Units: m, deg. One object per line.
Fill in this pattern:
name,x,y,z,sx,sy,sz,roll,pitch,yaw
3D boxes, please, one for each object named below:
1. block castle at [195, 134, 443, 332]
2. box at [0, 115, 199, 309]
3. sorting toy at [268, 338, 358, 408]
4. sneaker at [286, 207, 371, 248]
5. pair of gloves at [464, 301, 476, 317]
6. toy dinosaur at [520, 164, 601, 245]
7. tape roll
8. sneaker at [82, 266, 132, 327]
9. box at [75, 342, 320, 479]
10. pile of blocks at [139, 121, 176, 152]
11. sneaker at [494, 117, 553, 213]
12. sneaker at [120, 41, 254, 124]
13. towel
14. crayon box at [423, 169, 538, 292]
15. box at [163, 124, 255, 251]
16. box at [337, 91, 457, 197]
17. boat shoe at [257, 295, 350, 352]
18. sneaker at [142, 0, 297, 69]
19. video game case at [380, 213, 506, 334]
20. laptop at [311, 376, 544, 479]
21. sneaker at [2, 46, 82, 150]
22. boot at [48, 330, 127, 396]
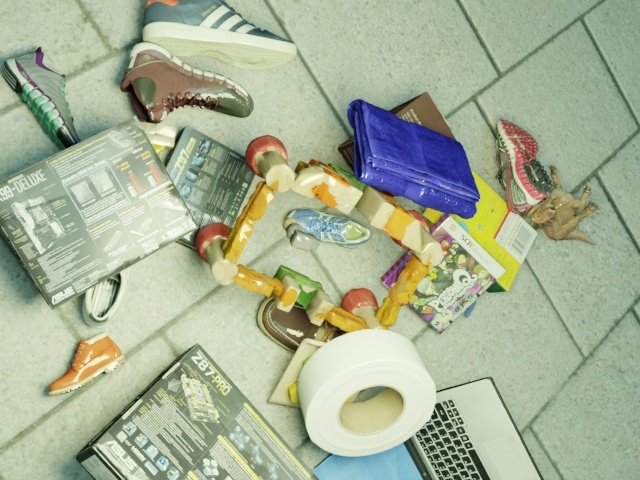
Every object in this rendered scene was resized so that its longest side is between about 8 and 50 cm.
block castle,0.000,0.000,1.465,0.453,0.213,0.303,25,105,-24
box,-0.419,-0.053,1.296,0.307,0.076,0.242,-32,100,-19
sorting toy,0.011,0.307,1.526,0.193,0.208,0.038,16,31,-24
sneaker,0.021,-0.034,1.627,0.211,0.081,0.080,9,81,-24
pair of gloves,0.327,0.110,1.759,0.159,0.023,0.198,-44,108,8
toy dinosaur,0.648,-0.067,1.933,0.200,0.127,0.296,-45,123,-13
tape roll,0.097,0.325,1.481,0.286,0.100,0.286,-7,124,-11
sneaker,-0.408,0.045,1.392,0.094,0.091,0.258,12,78,-25
box,-0.216,0.440,1.342,0.395,0.097,0.318,49,41,-5
pile of blocks,-0.437,-0.109,1.391,0.362,0.112,0.149,-34,101,-18
sneaker,0.506,-0.206,1.849,0.120,0.112,0.299,19,46,-23
sneaker,-0.290,-0.288,1.481,0.281,0.106,0.163,23,62,-12
towel,0.205,-0.180,1.505,0.308,0.076,0.228,17,50,-28
crayon box,0.400,-0.038,1.819,0.318,0.081,0.202,41,67,-17
box,-0.260,-0.103,1.505,0.183,0.059,0.233,27,73,-22
box,0.189,-0.220,1.687,0.203,0.167,0.168,-38,101,-26
boat shoe,0.024,0.218,1.571,0.342,0.123,0.123,32,70,-20
sneaker,-0.213,-0.477,1.541,0.350,0.131,0.148,3,78,-30
video game case,0.300,0.083,1.713,0.210,0.042,0.232,43,99,-15
laptop,0.265,0.575,1.593,0.382,0.408,0.236,62,29,-7
sneaker,-0.521,-0.278,1.385,0.098,0.083,0.224,-41,101,-30
boot,-0.465,0.240,1.362,0.158,0.059,0.085,-31,94,-35
